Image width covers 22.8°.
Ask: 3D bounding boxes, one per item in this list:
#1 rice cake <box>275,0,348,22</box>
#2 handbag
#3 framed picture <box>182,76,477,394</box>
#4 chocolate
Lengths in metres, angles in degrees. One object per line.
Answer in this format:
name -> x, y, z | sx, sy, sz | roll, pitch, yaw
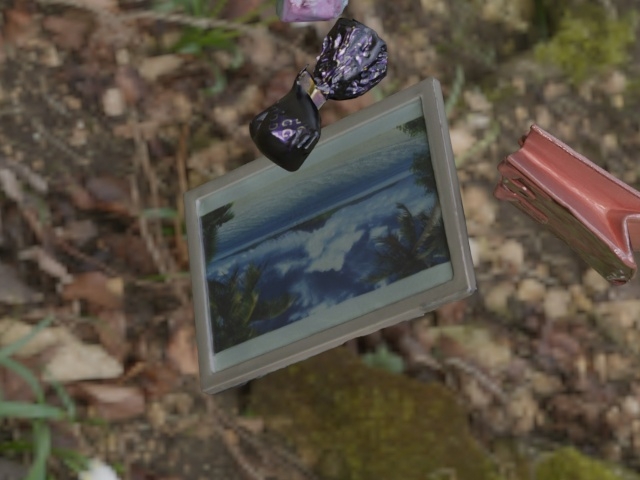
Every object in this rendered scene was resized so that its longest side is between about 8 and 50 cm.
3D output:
rice cake -> 0.018, -0.330, 1.378 | 0.081, 0.051, 0.290 | 3, 106, -29
handbag -> 0.234, -0.029, 1.455 | 0.059, 0.157, 0.212 | -53, 170, -2
framed picture -> 0.000, 0.000, 1.548 | 0.024, 0.315, 0.232 | 29, 45, -50
chocolate -> -0.006, -0.113, 1.230 | 0.147, 0.072, 0.070 | -44, 109, -42
